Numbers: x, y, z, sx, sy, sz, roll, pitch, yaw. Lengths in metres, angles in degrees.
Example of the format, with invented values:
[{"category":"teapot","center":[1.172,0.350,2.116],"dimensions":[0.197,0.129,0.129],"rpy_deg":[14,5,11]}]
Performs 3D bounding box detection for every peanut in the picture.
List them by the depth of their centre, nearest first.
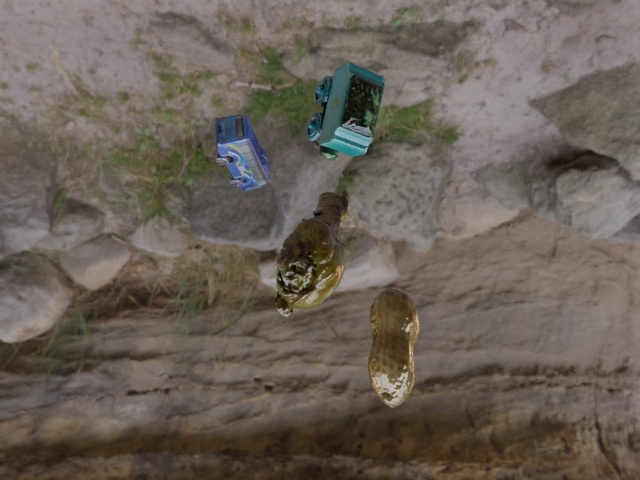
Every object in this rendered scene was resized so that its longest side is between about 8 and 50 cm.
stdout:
[{"category":"peanut","center":[0.120,0.176,0.917],"dimensions":[0.089,0.193,0.089],"rpy_deg":[8,164,2]}]

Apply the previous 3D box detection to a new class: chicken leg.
[{"category":"chicken leg","center":[0.000,0.000,1.365],"dimensions":[0.152,0.429,0.202],"rpy_deg":[3,124,12]}]

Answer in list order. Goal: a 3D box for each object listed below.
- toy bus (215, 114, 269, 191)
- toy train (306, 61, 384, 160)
[{"category":"toy bus","center":[-0.112,-0.121,0.795],"dimensions":[0.061,0.051,0.153],"rpy_deg":[-7,160,5]},{"category":"toy train","center":[0.051,-0.265,1.129],"dimensions":[0.107,0.198,0.154],"rpy_deg":[15,177,-28]}]
